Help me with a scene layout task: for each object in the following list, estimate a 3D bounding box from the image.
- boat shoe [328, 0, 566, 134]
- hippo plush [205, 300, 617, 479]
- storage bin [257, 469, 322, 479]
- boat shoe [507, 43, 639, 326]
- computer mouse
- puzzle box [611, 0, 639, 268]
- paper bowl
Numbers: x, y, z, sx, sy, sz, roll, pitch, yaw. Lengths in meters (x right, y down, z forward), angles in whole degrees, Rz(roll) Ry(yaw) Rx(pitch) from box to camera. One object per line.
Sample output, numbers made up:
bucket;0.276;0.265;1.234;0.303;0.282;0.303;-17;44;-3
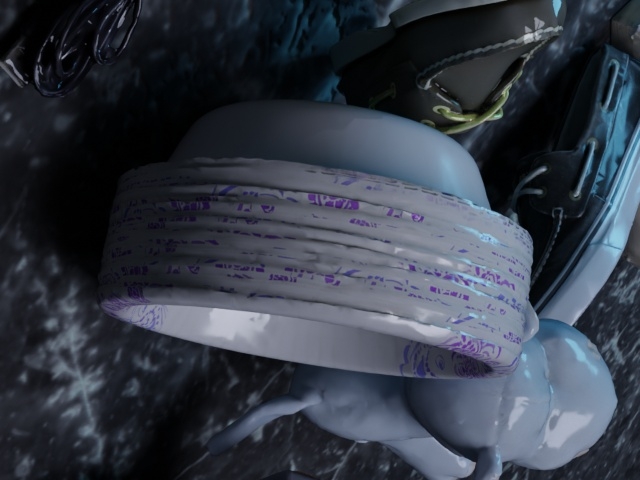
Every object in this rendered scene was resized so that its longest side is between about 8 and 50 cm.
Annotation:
boat shoe;0.088;-0.117;0.957;0.109;0.305;0.091;-12;91;-17
hippo plush;0.106;0.083;1.140;0.294;0.236;0.234;14;79;-35
storage bin;-0.035;0.223;1.098;0.135;0.098;0.091;-24;141;31
boat shoe;0.236;-0.042;1.356;0.335;0.119;0.121;-61;-174;-25
computer mouse;-0.138;-0.212;0.756;0.188;0.072;0.272;-50;161;-16
puzzle box;0.430;-0.177;1.591;0.272;0.052;0.409;-44;147;-19
paper bowl;0.000;0.000;0.943;0.284;0.284;0.148;25;70;-59
